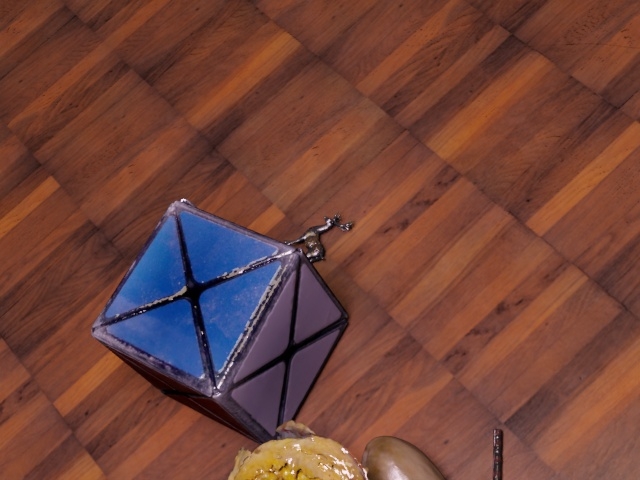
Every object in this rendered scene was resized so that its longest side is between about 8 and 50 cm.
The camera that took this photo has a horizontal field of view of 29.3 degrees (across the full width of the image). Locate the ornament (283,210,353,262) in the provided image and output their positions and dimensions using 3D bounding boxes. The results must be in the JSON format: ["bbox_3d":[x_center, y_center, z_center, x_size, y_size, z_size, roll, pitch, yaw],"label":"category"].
[{"bbox_3d":[0.000,0.000,2.012,0.125,0.028,0.073,-25,56,7],"label":"ornament"}]

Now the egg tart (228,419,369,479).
[{"bbox_3d":[-0.010,0.392,1.713,0.297,0.132,0.297,7,103,30],"label":"egg tart"}]

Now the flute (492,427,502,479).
[{"bbox_3d":[0.245,0.390,1.709,0.014,0.014,0.270,-4,61,18],"label":"flute"}]

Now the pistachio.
[{"bbox_3d":[0.125,0.352,1.726,0.185,0.126,0.108,46,125,31],"label":"pistachio"}]

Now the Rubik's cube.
[{"bbox_3d":[-0.142,0.127,1.858,0.259,0.255,0.260,25,75,28],"label":"Rubik's cube"}]
